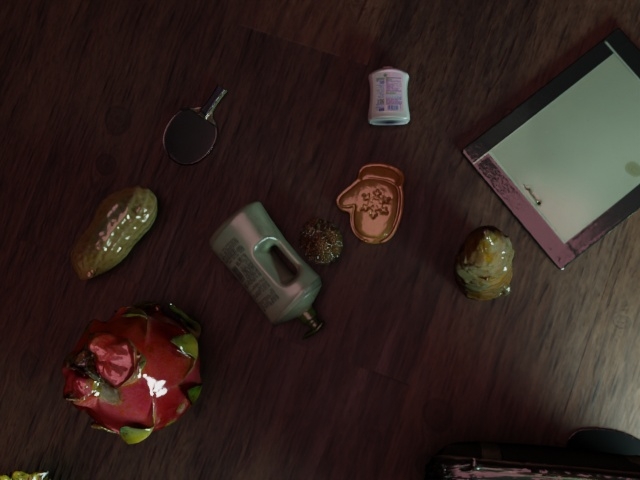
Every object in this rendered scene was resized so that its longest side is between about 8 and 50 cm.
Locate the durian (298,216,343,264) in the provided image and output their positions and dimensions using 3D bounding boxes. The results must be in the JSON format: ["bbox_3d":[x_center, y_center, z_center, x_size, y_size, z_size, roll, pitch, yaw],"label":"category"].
[{"bbox_3d":[0.000,0.000,1.090,0.080,0.091,0.080,-2,61,3],"label":"durian"}]

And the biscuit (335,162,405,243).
[{"bbox_3d":[0.084,-0.064,1.120,0.118,0.023,0.140,2,85,5],"label":"biscuit"}]

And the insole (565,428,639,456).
[{"bbox_3d":[0.510,0.358,1.048,0.231,0.003,0.080,18,86,7],"label":"insole"}]

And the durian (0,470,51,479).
[{"bbox_3d":[-0.518,0.504,1.012,0.257,0.258,0.293,7,56,6],"label":"durian"}]

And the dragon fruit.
[{"bbox_3d":[-0.291,0.201,1.034,0.223,0.227,0.224,0,79,-1],"label":"dragon fruit"}]

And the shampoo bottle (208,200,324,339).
[{"bbox_3d":[-0.075,0.058,1.088,0.118,0.087,0.234,-42,82,17],"label":"shampoo bottle"}]

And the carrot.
[{"bbox_3d":[0.246,0.024,0.981,0.101,0.263,0.102,-3,74,11],"label":"carrot"}]

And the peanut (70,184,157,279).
[{"bbox_3d":[-0.359,-0.016,1.125,0.093,0.083,0.194,43,90,8],"label":"peanut"}]

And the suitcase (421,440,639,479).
[{"bbox_3d":[0.324,0.396,0.928,0.433,0.283,0.194,4,67,7],"label":"suitcase"}]

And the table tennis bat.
[{"bbox_3d":[-0.219,-0.207,1.167,0.095,0.014,0.158,34,90,9],"label":"table tennis bat"}]

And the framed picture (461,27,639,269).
[{"bbox_3d":[0.451,-0.156,1.099,0.347,0.016,0.265,-39,83,0],"label":"framed picture"}]

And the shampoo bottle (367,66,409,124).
[{"bbox_3d":[0.117,-0.251,1.126,0.072,0.043,0.099,-1,84,5],"label":"shampoo bottle"}]
